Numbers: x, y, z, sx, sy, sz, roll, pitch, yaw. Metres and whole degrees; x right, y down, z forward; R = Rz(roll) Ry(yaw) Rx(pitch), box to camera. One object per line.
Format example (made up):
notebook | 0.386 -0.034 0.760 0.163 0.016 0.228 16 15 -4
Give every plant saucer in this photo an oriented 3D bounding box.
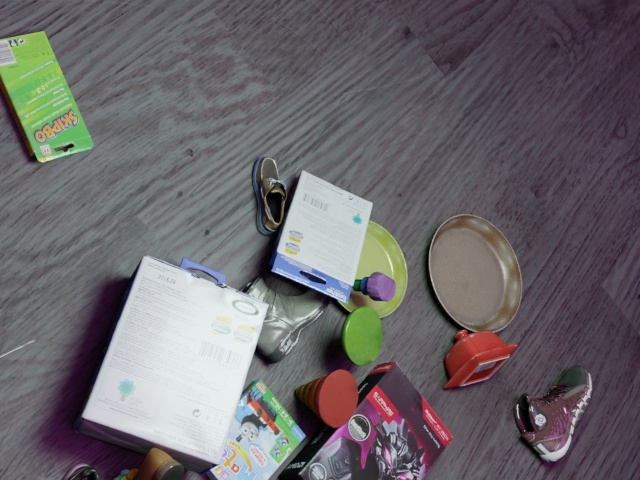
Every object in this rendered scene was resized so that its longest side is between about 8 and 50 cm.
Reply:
plant saucer | 0.098 0.069 2.119 0.241 0.037 0.241 11 69 -32
plant saucer | 0.385 0.088 2.299 0.311 0.050 0.310 12 68 -31

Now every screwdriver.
screwdriver | -0.589 0.213 1.622 0.025 0.024 0.170 39 45 17

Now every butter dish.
butter dish | 0.366 0.270 2.185 0.160 0.160 0.118 -7 56 -35

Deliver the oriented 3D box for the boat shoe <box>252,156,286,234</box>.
boat shoe | -0.106 -0.107 2.019 0.066 0.066 0.183 4 73 -33

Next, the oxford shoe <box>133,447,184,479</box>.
oxford shoe | -0.311 0.464 1.613 0.076 0.076 0.212 6 114 -53

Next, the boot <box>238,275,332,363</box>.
boot | -0.085 0.130 1.943 0.161 0.083 0.246 46 61 -12

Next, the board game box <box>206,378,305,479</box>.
board game box | -0.148 0.413 1.839 0.160 0.039 0.211 52 55 -9

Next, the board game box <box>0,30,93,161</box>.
board game box | -0.558 -0.283 1.793 0.124 0.039 0.259 -23 86 -36

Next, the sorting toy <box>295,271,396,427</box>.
sorting toy | 0.043 0.226 1.963 0.127 0.126 0.365 45 58 -38

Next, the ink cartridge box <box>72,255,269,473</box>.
ink cartridge box | -0.271 0.210 1.731 0.270 0.151 0.395 23 64 -14

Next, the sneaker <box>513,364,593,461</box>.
sneaker | 0.586 0.406 2.298 0.162 0.106 0.281 38 58 -15

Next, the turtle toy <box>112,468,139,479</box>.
turtle toy | -0.369 0.473 1.651 0.130 0.066 0.095 -37 125 -31

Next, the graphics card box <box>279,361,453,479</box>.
graphics card box | 0.107 0.467 1.961 0.371 0.094 0.233 -41 100 -35

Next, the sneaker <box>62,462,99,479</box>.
sneaker | -0.447 0.475 1.593 0.072 0.077 0.178 29 61 -22

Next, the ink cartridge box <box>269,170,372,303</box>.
ink cartridge box | 0.000 0.000 1.998 0.186 0.065 0.311 25 46 -10
